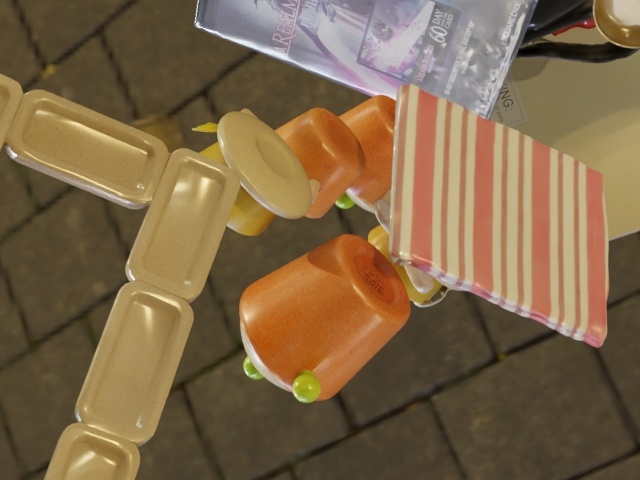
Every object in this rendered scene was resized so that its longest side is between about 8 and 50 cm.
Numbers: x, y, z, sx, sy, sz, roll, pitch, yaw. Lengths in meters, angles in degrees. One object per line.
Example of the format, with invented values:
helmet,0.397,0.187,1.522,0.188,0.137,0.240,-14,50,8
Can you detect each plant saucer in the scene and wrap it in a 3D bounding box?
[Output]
plant saucer,0.240,-0.181,1.330,0.083,0.083,0.015,-57,29,29

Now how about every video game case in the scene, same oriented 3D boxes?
video game case,0.033,-0.197,1.498,0.274,0.026,0.196,21,147,3

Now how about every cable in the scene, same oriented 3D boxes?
cable,0.175,-0.195,1.624,0.287,0.072,0.139,-26,118,20

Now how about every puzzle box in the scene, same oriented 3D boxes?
puzzle box,0.253,-0.206,1.699,0.272,0.052,0.409,-18,85,4

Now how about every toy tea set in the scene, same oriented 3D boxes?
toy tea set,0.000,0.000,1.320,0.124,0.336,0.200,-38,84,25

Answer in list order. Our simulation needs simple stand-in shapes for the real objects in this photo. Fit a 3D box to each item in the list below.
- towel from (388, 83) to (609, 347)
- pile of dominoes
towel,0.127,-0.015,1.278,0.029,0.197,0.144,-35,41,46
pile of dominoes,-0.157,0.049,0.623,0.196,0.251,0.040,24,152,-9
